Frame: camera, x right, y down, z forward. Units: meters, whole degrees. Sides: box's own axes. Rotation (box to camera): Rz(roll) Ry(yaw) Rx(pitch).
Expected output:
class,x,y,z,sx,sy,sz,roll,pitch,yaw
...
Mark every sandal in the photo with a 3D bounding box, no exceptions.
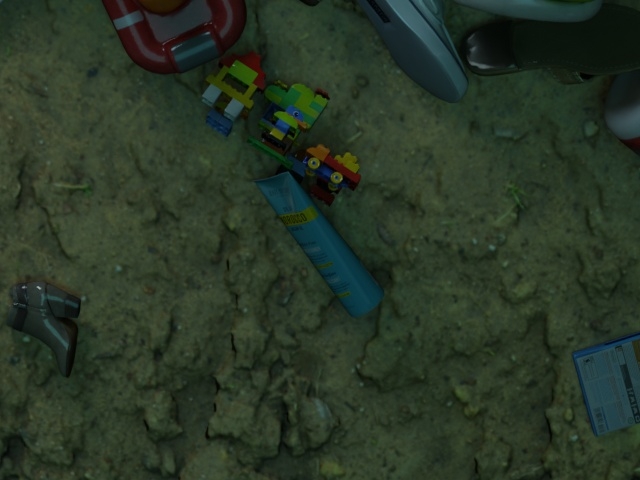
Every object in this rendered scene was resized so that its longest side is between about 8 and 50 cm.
class,x,y,z,sx,sy,sz,roll,pitch,yaw
sandal,0.291,-0.223,1.867,0.240,0.079,0.088,-1,75,19

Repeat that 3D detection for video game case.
class,x,y,z,sx,sy,sz,roll,pitch,yaw
video game case,0.417,0.174,2.031,0.166,0.015,0.119,-18,107,1

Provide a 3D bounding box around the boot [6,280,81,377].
class,x,y,z,sx,sy,sz,roll,pitch,yaw
boot,-0.341,0.106,1.932,0.087,0.042,0.118,9,105,-1

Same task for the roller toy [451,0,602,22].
class,x,y,z,sx,sy,sz,roll,pitch,yaw
roller toy,0.228,-0.334,1.768,0.209,0.191,0.146,13,108,16

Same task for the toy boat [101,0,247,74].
class,x,y,z,sx,sy,sz,roll,pitch,yaw
toy boat,-0.178,-0.294,1.764,0.151,0.151,0.231,-24,108,2

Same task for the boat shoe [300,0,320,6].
class,x,y,z,sx,sy,sz,roll,pitch,yaw
boat shoe,-0.066,-0.383,1.779,0.095,0.095,0.257,-43,105,2

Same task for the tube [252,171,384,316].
class,x,y,z,sx,sy,sz,roll,pitch,yaw
tube,0.000,0.000,1.916,0.207,0.080,0.052,53,55,-18

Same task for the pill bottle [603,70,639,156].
class,x,y,z,sx,sy,sz,roll,pitch,yaw
pill bottle,0.529,-0.106,1.854,0.363,0.210,0.210,38,100,-14

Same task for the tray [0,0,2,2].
class,x,y,z,sx,sy,sz,roll,pitch,yaw
tray,-0.429,-0.392,1.775,0.145,0.030,0.270,-40,106,6

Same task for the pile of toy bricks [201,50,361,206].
class,x,y,z,sx,sy,sz,roll,pitch,yaw
pile of toy bricks,-0.031,-0.142,1.862,0.212,0.118,0.105,33,73,2

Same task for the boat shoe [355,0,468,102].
class,x,y,z,sx,sy,sz,roll,pitch,yaw
boat shoe,0.106,-0.275,1.828,0.084,0.095,0.258,-48,120,-18
